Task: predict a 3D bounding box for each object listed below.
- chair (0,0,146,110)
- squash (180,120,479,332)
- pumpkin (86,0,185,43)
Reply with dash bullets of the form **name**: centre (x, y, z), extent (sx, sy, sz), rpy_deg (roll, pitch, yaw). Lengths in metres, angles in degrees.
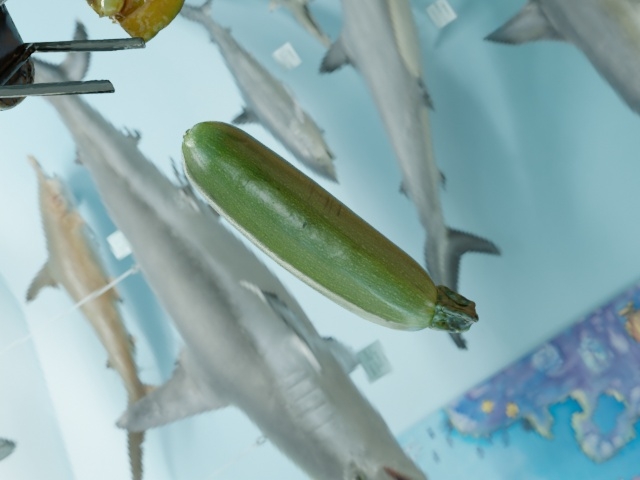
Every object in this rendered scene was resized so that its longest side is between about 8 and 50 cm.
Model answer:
- **chair**: centre (-0.325, -0.194, 0.953), extent (0.159, 0.246, 0.172), rpy_deg (-87, -19, -61)
- **squash**: centre (0.000, 0.000, 0.693), extent (0.252, 0.066, 0.066), rpy_deg (37, -169, -3)
- **pumpkin**: centre (-0.271, -0.367, 1.036), extent (0.280, 0.139, 0.190), rpy_deg (43, 179, 30)
